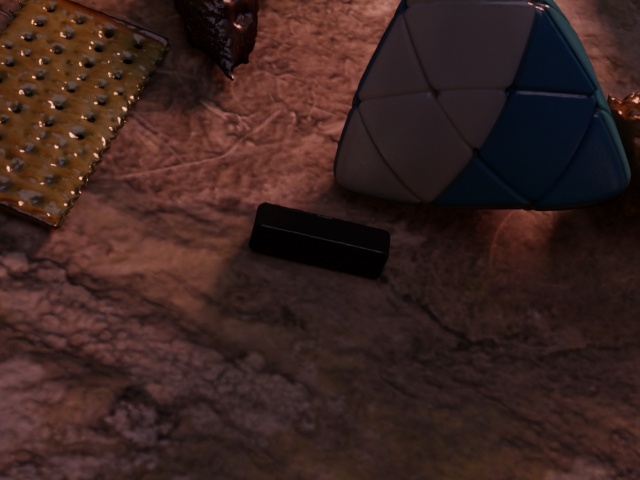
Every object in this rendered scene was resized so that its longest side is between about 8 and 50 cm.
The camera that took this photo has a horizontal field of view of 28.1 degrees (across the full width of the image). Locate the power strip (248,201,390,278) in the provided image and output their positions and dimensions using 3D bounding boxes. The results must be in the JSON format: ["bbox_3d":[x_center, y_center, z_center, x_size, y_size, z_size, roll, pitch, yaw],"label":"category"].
[{"bbox_3d":[0.000,0.000,1.018,0.111,0.038,0.029,13,52,-7],"label":"power strip"}]

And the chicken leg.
[{"bbox_3d":[-0.078,-0.245,1.161,0.105,0.063,0.234,20,54,6],"label":"chicken leg"}]

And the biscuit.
[{"bbox_3d":[-0.228,-0.115,1.054,0.139,0.016,0.231,22,52,1],"label":"biscuit"}]

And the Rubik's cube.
[{"bbox_3d":[0.142,-0.171,1.057,0.254,0.254,0.254,7,54,-10],"label":"Rubik's cube"}]

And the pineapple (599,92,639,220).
[{"bbox_3d":[0.368,-0.090,1.127,0.277,0.119,0.130,-6,63,-19],"label":"pineapple"}]
